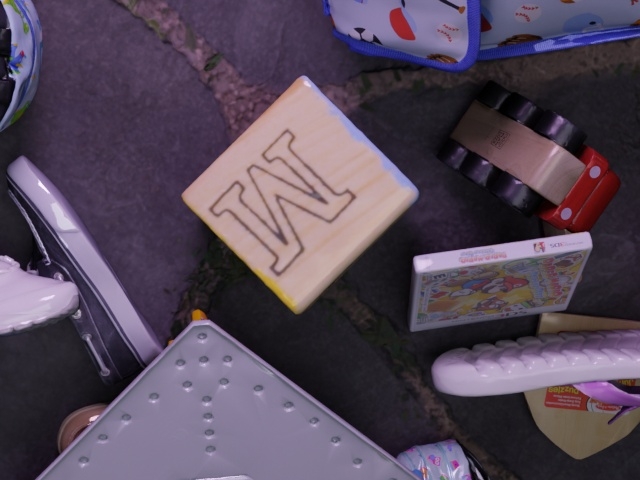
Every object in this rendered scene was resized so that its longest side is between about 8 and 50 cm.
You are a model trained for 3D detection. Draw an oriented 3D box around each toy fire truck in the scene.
[{"bbox_3d":[0.281,-0.051,1.750,0.246,0.217,0.158,32,95,-30],"label":"toy fire truck"}]

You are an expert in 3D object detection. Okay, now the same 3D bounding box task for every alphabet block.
[{"bbox_3d":[-0.019,-0.048,1.677,0.197,0.192,0.193,-45,86,0],"label":"alphabet block"}]

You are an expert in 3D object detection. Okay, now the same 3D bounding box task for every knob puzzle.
[{"bbox_3d":[0.352,0.193,1.900,0.213,0.030,0.213,-2,102,-11],"label":"knob puzzle"}]

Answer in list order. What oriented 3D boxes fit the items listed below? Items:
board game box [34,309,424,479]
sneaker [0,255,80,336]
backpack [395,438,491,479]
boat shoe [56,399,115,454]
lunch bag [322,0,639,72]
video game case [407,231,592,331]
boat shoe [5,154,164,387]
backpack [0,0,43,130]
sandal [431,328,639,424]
[{"bbox_3d":[-0.128,0.320,1.739,0.390,0.050,0.390,39,107,-22],"label":"board game box"},{"bbox_3d":[-0.417,0.043,1.650,0.297,0.111,0.129,5,93,13],"label":"sneaker"},{"bbox_3d":[0.158,0.348,1.843,0.115,0.152,0.182,-11,92,-17],"label":"backpack"},{"bbox_3d":[-0.183,0.265,1.786,0.285,0.089,0.105,8,101,-12],"label":"boat shoe"},{"bbox_3d":[0.181,-0.366,1.539,0.385,0.239,0.328,-6,135,2],"label":"lunch bag"},{"bbox_3d":[0.211,0.054,1.746,0.206,0.227,0.026,-8,68,-2],"label":"video game case"},{"bbox_3d":[-0.303,0.043,1.714,0.102,0.108,0.301,-32,113,-4],"label":"boat shoe"},{"bbox_3d":[-0.482,-0.220,1.562,0.355,0.273,0.290,8,99,10],"label":"backpack"},{"bbox_3d":[0.347,0.175,1.800,0.416,0.169,0.102,-3,100,3],"label":"sandal"}]
